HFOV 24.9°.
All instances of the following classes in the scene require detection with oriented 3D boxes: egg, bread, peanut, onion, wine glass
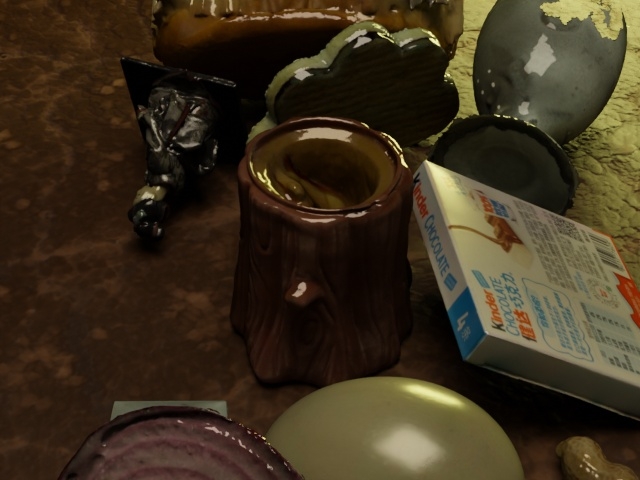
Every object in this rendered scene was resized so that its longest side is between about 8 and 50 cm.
[{"bbox_3d":[0.060,0.213,1.275,0.242,0.186,0.186,5,39,18],"label":"egg"},{"bbox_3d":[0.043,-0.176,1.728,0.286,0.207,0.056,-15,49,-23],"label":"bread"},{"bbox_3d":[0.266,0.226,1.368,0.054,0.054,0.113,-24,45,-26],"label":"peanut"},{"bbox_3d":[-0.103,0.252,1.228,0.250,0.247,0.111,24,12,14],"label":"onion"},{"bbox_3d":[0.257,-0.176,1.750,0.190,0.190,0.357,14,46,15],"label":"wine glass"},{"bbox_3d":[-0.015,-0.276,1.817,0.389,0.236,0.183,0,84,0],"label":"bread"}]

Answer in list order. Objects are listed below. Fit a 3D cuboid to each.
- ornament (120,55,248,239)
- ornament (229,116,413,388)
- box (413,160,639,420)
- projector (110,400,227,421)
[{"bbox_3d":[-0.190,-0.088,1.686,0.153,0.166,0.196,13,56,16],"label":"ornament"},{"bbox_3d":[0.000,0.000,1.502,0.235,0.217,0.221,-31,50,-33],"label":"ornament"},{"bbox_3d":[0.229,0.053,1.483,0.265,0.048,0.273,21,33,-25],"label":"box"},{"bbox_3d":[-0.143,0.220,1.359,0.115,0.061,0.147,-1,40,0],"label":"projector"}]
